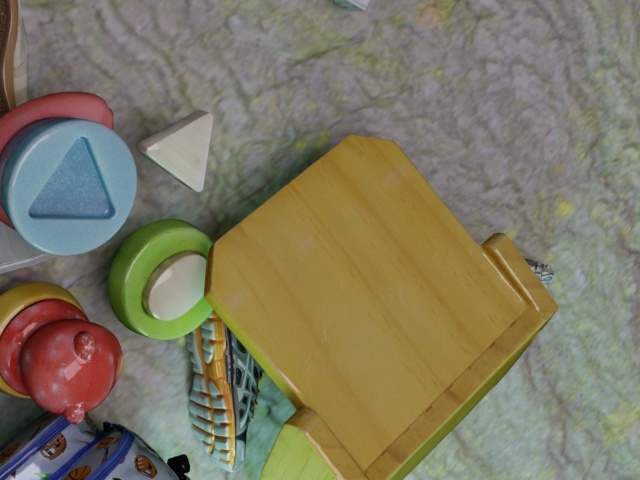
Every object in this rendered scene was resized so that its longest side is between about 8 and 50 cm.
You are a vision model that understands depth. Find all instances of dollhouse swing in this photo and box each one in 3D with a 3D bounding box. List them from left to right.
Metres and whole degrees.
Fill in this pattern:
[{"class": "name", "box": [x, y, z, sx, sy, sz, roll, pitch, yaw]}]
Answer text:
[{"class": "dollhouse swing", "box": [0.035, 0.113, 1.470, 0.305, 0.315, 0.347, 43, 62, 12]}]

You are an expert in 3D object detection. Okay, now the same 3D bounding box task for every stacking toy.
[{"class": "stacking toy", "box": [-0.191, 0.013, 1.254, 0.279, 0.130, 0.309, -13, 113, -35]}]

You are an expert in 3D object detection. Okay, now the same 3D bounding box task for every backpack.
[{"class": "backpack", "box": [-0.255, 0.286, 1.279, 0.213, 0.263, 0.276, 46, 75, -13]}]

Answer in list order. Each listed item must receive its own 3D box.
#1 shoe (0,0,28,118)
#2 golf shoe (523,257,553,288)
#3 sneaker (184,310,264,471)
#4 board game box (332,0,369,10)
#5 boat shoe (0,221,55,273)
[{"class": "shoe", "box": [-0.334, -0.181, 1.281, 0.077, 0.058, 0.219, -2, 96, 2]}, {"class": "golf shoe", "box": [0.221, 0.063, 1.628, 0.176, 0.069, 0.086, 7, 101, -29]}, {"class": "sneaker", "box": [-0.100, 0.160, 1.453, 0.083, 0.084, 0.214, -10, 105, -37]}, {"class": "board game box", "box": [0.028, -0.440, 1.438, 0.193, 0.053, 0.305, 26, 85, -31]}, {"class": "boat shoe", "box": [-0.377, 0.000, 1.260, 0.303, 0.091, 0.114, -13, 111, -29]}]
